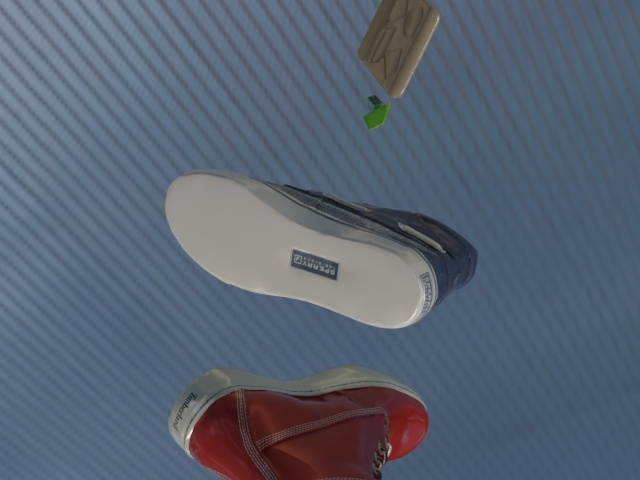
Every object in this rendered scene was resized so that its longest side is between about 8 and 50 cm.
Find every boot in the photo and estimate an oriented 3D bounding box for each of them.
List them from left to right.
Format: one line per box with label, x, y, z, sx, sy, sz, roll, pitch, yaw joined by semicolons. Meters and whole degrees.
boot;0.000;0.000;1.009;0.086;0.190;0.069;-23;132;-57
boot;0.030;0.169;1.132;0.244;0.176;0.088;6;118;-51

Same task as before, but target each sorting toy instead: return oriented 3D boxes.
sorting toy;0.041;-0.107;0.946;0.012;0.062;0.083;15;112;-28
